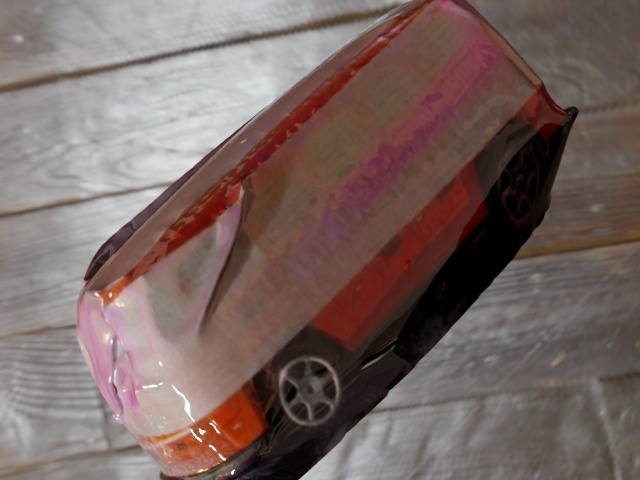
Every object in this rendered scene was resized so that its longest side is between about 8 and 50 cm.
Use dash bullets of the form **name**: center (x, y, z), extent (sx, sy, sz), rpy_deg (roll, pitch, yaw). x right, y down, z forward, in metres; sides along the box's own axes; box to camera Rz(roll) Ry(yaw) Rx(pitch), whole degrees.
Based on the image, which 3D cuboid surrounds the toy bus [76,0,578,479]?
- **toy bus**: center (0.000, 0.000, 0.961), extent (0.303, 0.127, 0.147), rpy_deg (-43, 102, -24)
